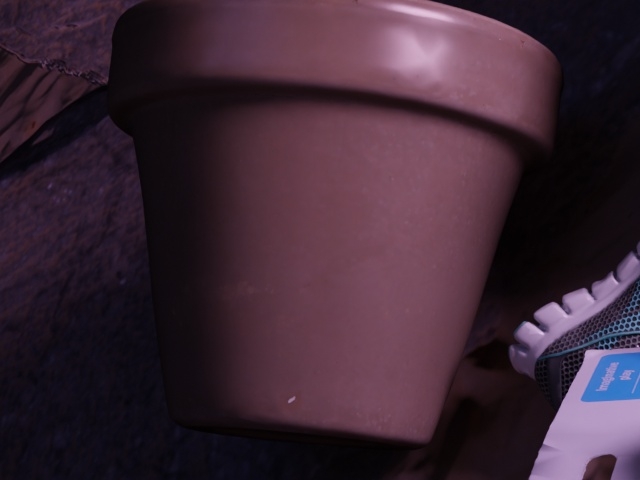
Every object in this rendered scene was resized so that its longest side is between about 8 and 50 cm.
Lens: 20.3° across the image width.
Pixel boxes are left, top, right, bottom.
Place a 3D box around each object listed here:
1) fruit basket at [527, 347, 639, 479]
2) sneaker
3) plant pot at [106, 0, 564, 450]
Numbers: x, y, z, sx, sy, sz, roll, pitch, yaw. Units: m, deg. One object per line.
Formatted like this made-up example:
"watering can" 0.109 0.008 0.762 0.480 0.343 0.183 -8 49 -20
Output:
"fruit basket" 0.239 0.070 0.633 0.353 0.165 0.327 -2 18 20
"sneaker" 0.181 0.042 0.931 0.166 0.065 0.076 -41 55 21
"plant pot" 0.000 0.000 1.023 0.263 0.263 0.229 -3 78 45
